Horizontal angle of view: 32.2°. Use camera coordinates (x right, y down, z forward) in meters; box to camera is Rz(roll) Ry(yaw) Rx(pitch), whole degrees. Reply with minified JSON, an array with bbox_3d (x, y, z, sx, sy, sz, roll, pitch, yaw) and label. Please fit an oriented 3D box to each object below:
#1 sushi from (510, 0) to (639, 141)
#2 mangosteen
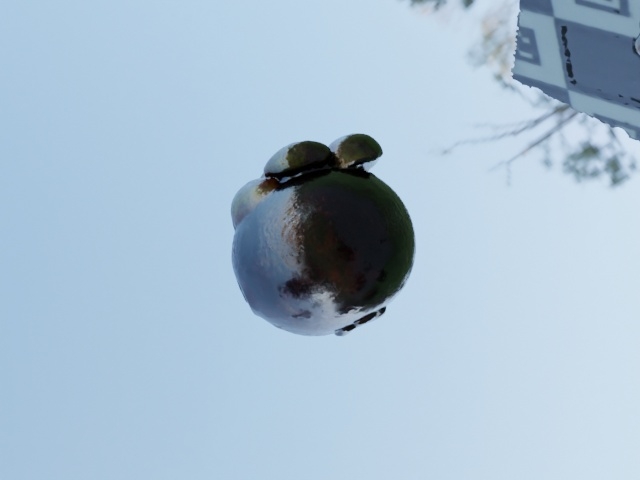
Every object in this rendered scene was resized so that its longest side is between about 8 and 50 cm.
[{"bbox_3d":[0.213,-0.075,0.485,0.320,0.339,0.069,30,-109,17],"label":"sushi"},{"bbox_3d":[0.000,0.000,1.150,0.210,0.210,0.210,30,-138,-31],"label":"mangosteen"}]
